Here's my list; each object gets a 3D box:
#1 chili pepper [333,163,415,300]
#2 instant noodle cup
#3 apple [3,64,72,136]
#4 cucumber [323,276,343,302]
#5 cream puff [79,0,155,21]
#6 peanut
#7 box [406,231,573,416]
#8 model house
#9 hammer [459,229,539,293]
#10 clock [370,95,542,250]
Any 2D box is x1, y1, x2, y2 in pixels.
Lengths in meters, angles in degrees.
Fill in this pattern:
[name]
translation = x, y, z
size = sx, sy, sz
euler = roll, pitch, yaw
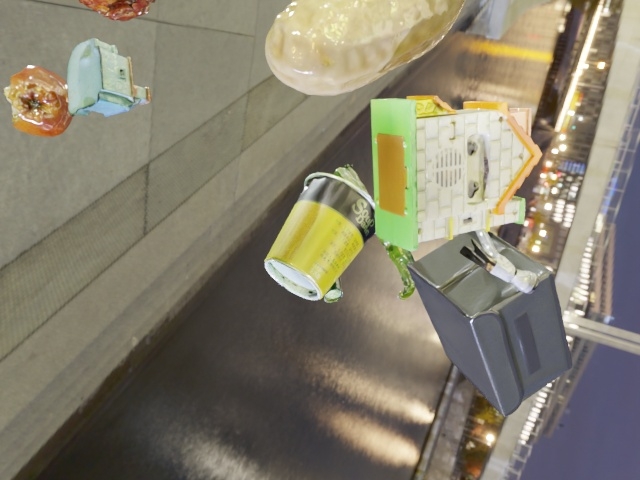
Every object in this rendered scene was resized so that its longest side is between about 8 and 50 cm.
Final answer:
[chili pepper]
translation = 0.143, -0.028, 1.339
size = 0.076, 0.358, 0.085
euler = -34, 170, 28
[instant noodle cup]
translation = 0.000, 0.000, 1.228
size = 0.236, 0.216, 0.215
euler = -57, 157, -23
[apple]
translation = -0.636, -0.312, 1.253
size = 0.147, 0.158, 0.155
euler = 10, 106, -36
[cucumber]
translation = 0.026, 0.098, 1.343
size = 0.048, 0.048, 0.105
euler = 85, -2, -47
[cream puff]
translation = -0.350, -0.521, 0.849
size = 0.229, 0.350, 0.350
euler = -7, 120, -26
[peanut]
translation = 0.090, -0.362, 0.855
size = 0.387, 0.192, 0.169
euler = -29, 162, -5
[box]
translation = 0.392, 0.177, 1.270
size = 0.205, 0.251, 0.345
euler = -33, 124, -8
[model house]
translation = -0.436, -0.327, 1.157
size = 0.149, 0.120, 0.148
euler = 6, 76, -55
[hammer]
translation = 0.357, -0.028, 1.224
size = 0.044, 0.152, 0.427
euler = -59, -170, 24
[clock]
translation = 0.216, -0.119, 0.866
size = 0.256, 0.106, 0.219
euler = -11, 108, -24
